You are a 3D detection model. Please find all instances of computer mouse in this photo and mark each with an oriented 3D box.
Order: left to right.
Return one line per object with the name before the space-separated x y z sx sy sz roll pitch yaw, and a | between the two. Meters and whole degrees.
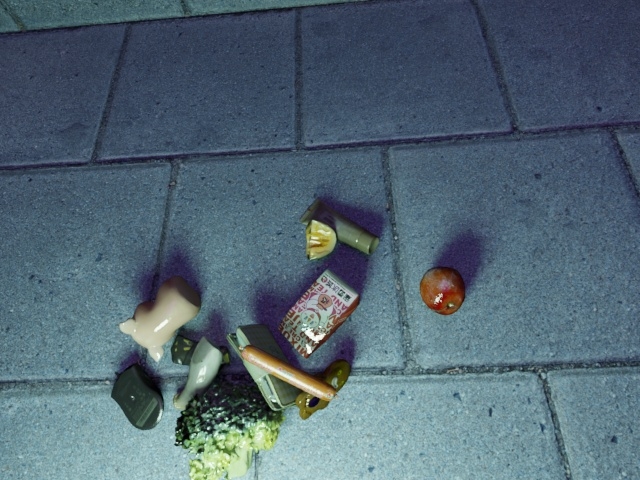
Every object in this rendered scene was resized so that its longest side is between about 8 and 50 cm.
computer mouse | -0.631 0.547 1.518 0.264 0.088 0.147 38 91 21

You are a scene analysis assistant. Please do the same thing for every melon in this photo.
melon | 0.000 0.000 1.740 0.128 0.079 0.160 5 92 2

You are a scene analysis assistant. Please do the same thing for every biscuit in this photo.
biscuit | 0.016 0.493 1.447 0.236 0.179 0.039 -38 45 -27

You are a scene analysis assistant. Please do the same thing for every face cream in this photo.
face cream | 0.078 -0.055 1.773 0.341 0.084 0.137 30 71 27

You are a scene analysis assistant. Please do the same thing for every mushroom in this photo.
mushroom | -0.422 0.473 1.485 0.118 0.103 0.270 30 92 50

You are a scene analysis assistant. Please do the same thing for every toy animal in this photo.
toy animal | -0.579 0.265 1.593 0.256 0.213 0.195 -45 110 -9

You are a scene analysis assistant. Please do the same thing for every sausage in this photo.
sausage | -0.102 0.414 1.352 0.348 0.053 0.053 26 68 4

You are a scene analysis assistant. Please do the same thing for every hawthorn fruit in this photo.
hawthorn fruit | 0.442 0.183 1.567 0.173 0.173 0.172 -2 63 4

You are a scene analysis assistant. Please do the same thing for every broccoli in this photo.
broccoli | -0.284 0.612 1.381 0.348 0.293 0.280 -6 101 -27

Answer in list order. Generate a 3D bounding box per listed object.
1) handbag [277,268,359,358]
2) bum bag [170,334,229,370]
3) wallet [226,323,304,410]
handbag | -0.004 0.269 1.570 0.171 0.151 0.298 38 76 17
bum bag | -0.441 0.418 1.581 0.233 0.060 0.106 12 77 13
wallet | -0.170 0.425 1.472 0.077 0.223 0.309 -43 64 10
